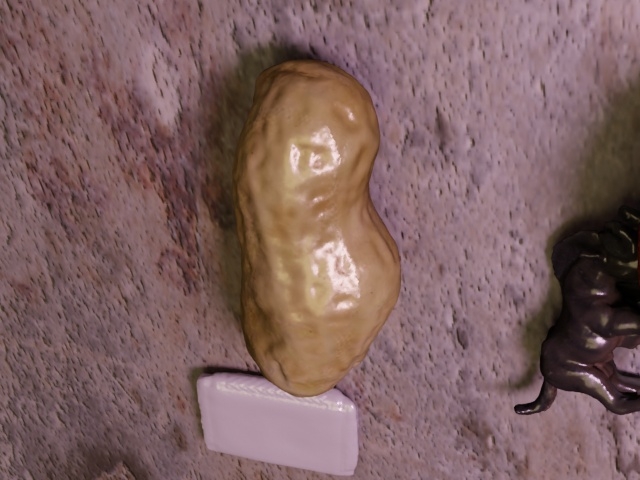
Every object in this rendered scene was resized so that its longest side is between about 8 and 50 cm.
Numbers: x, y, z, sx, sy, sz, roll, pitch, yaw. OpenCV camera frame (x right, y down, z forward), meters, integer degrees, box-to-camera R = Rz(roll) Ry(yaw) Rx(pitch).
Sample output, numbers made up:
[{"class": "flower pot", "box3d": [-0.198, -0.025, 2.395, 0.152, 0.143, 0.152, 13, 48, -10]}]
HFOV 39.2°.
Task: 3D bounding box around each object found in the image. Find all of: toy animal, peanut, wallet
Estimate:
[{"class": "toy animal", "box3d": [0.255, 0.078, 0.791, 0.148, 0.084, 0.233, 26, 129, 14]}, {"class": "peanut", "box3d": [0.000, 0.000, 0.778, 0.147, 0.147, 0.319, 9, 120, 12]}, {"class": "wallet", "box3d": [-0.046, 0.199, 0.987, 0.182, 0.032, 0.124, 6, 124, 12]}]

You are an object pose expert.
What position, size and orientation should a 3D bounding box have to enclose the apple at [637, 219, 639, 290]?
[{"class": "apple", "box3d": [0.350, 0.005, 0.611, 0.251, 0.206, 0.272, 32, 120, -10]}]
